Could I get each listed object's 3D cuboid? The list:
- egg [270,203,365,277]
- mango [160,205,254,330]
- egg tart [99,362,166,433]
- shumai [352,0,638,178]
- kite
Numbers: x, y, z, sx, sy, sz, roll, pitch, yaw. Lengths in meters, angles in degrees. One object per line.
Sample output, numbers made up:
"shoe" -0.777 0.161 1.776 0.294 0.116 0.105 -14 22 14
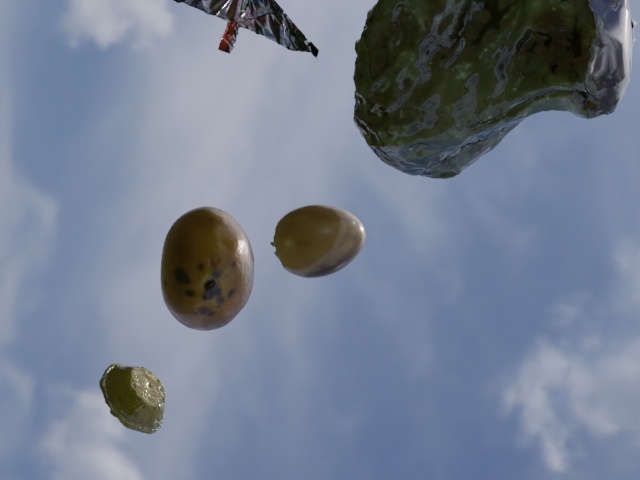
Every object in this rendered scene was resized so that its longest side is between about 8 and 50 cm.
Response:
"egg" 0.000 0.000 2.050 0.096 0.080 0.080 -6 -115 21
"mango" -0.112 0.030 1.835 0.178 0.090 0.115 145 -56 -75
"egg tart" -0.225 0.191 2.373 0.039 0.105 0.105 -41 -140 28
"shumai" 0.158 -0.137 1.718 0.222 0.225 0.261 38 -40 21
"kite" -0.106 -0.275 2.293 0.189 0.232 0.009 -81 -164 -53
